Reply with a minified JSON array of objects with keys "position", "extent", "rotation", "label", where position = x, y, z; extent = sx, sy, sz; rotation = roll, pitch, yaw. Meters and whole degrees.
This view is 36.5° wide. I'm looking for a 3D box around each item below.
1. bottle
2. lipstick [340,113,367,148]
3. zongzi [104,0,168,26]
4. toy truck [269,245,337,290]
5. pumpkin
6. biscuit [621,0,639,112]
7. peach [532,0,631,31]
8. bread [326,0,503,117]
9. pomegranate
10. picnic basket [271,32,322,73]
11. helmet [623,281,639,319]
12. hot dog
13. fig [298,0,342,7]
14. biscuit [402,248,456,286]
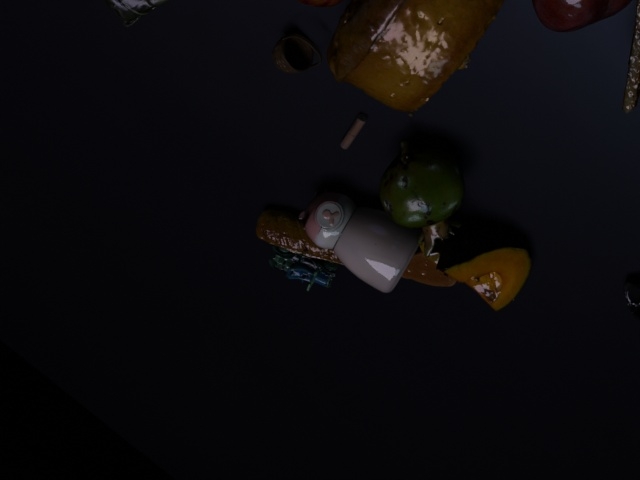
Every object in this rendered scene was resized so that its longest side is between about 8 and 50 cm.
[{"position":[0.072,-0.012,1.935],"extent":[0.236,0.148,0.147],"rotation":[30,147,3],"label":"bottle"},{"position":[0.060,-0.199,1.780],"extent":[0.019,0.019,0.094],"rotation":[27,146,-7],"label":"lipstick"},{"position":[-0.321,-0.433,1.651],"extent":[0.119,0.055,0.109],"rotation":[-21,126,32],"label":"zongzi"},{"position":[-0.044,0.067,2.165],"extent":[0.154,0.078,0.080],"rotation":[22,145,2],"label":"toy truck"},{"position":[0.308,0.023,1.896],"extent":[0.149,0.130,0.254],"rotation":[-44,138,14],"label":"pumpkin"},{"position":[0.444,-0.293,1.324],"extent":[0.025,0.131,0.231],"rotation":[13,147,20],"label":"biscuit"},{"position":[0.347,-0.343,1.298],"extent":[0.152,0.152,0.152],"rotation":[15,146,11],"label":"peach"},{"position":[0.127,-0.303,1.449],"extent":[0.194,0.179,0.340],"rotation":[31,146,-13],"label":"bread"},{"position":[0.190,-0.079,1.766],"extent":[0.156,0.156,0.220],"rotation":[9,154,20],"label":"pomegranate"},{"position":[-0.034,-0.317,1.622],"extent":[0.072,0.072,0.083],"rotation":[42,155,-27],"label":"picnic basket"},{"position":[0.621,0.108,1.857],"extent":[0.065,0.049,0.084],"rotation":[25,136,65],"label":"helmet"},{"position":[0.001,-0.001,2.046],"extent":[0.285,0.088,0.061],"rotation":[12,173,7],"label":"hot dog"},{"position":[-0.006,-0.414,1.423],"extent":[0.128,0.128,0.150],"rotation":[11,146,17],"label":"fig"},{"position":[0.224,0.052,2.035],"extent":[0.140,0.023,0.118],"rotation":[17,146,9],"label":"biscuit"}]
